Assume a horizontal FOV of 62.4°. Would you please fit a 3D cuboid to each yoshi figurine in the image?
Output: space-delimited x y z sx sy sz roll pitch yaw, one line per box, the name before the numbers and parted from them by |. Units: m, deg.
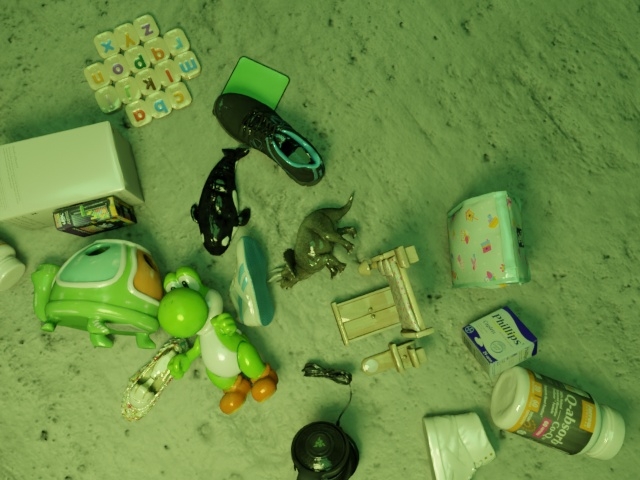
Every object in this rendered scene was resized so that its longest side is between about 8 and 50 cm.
yoshi figurine | -0.258 0.235 1.214 0.204 0.203 0.362 -35 100 -24

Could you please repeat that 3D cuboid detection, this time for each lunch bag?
lunch bag | 0.415 0.006 1.290 0.160 0.262 0.223 -4 83 -4

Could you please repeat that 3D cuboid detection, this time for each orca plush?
orca plush | -0.244 -0.108 1.340 0.151 0.102 0.287 23 82 -1

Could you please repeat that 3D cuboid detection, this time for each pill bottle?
pill bottle | 0.579 0.428 1.301 0.279 0.162 0.162 21 82 -1
pill bottle | -0.832 0.029 1.277 0.215 0.117 0.117 35 82 1

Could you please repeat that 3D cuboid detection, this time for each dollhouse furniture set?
dollhouse furniture set | 0.140 0.188 1.203 0.174 0.355 0.303 -19 85 -5

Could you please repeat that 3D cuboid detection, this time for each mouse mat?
mouse mat | -0.186 -0.391 1.427 0.153 0.007 0.189 25 81 -1

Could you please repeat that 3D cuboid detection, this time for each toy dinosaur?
toy dinosaur | 0.000 0.000 1.336 0.161 0.121 0.313 27 85 -7

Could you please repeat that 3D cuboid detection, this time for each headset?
headset | -0.011 0.493 1.236 0.186 0.243 0.393 11 67 17

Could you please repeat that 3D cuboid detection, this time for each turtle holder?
turtle holder | -0.515 0.127 1.251 0.243 0.321 0.227 27 61 -43

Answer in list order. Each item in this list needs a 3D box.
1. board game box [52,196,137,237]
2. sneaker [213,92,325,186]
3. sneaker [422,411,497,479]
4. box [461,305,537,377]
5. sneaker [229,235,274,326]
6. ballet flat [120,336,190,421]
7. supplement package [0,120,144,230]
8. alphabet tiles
board game box | -0.540 -0.054 1.280 0.141 0.170 0.048 -16 86 -5
sneaker | -0.124 -0.276 1.345 0.341 0.139 0.125 35 84 -1
sneaker | 0.360 0.573 1.296 0.169 0.108 0.292 -9 83 -2
box | 0.448 0.252 1.326 0.137 0.072 0.126 -25 44 -7
sneaker | -0.185 0.103 1.315 0.092 0.087 0.228 -8 90 29
ballet flat | -0.412 0.337 1.289 0.091 0.077 0.240 34 83 0
supplement package | -0.612 -0.151 1.283 0.293 0.177 0.175 -15 84 -5
alphabet tiles | -0.472 -0.451 1.408 0.284 0.021 0.277 -26 85 -7
